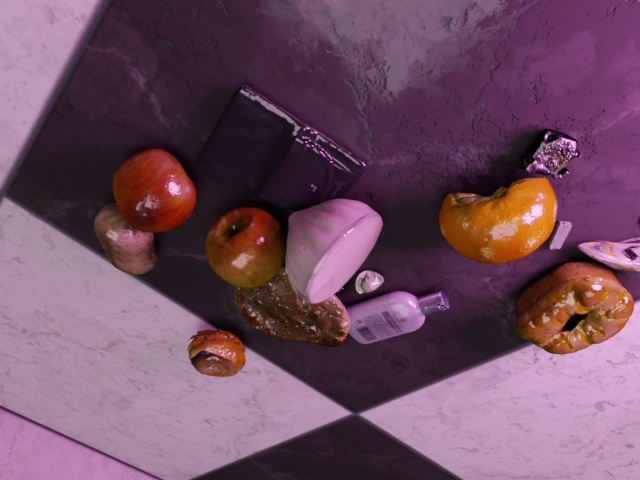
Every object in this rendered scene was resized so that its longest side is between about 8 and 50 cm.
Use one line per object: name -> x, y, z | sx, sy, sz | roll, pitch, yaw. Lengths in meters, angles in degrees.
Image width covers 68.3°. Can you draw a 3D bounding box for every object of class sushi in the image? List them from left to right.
sushi -> 0.458, -0.171, 0.930 | 0.085, 0.056, 0.083 | 18, 124, -4

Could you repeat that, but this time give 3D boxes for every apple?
apple -> -0.379, -0.110, 1.089 | 0.173, 0.160, 0.195 | -23, 132, 2
apple -> -0.175, 0.021, 1.130 | 0.196, 0.196, 0.196 | 5, 132, 6

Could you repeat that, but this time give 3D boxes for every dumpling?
dumpling -> 0.126, 0.107, 1.246 | 0.059, 0.043, 0.077 | 50, 140, -9

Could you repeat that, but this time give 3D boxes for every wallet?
wallet -> -0.090, -0.164, 1.047 | 0.323, 0.041, 0.247 | 31, 128, -17

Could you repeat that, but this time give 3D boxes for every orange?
orange -> 0.372, -0.037, 0.983 | 0.237, 0.158, 0.179 | -11, 150, 15

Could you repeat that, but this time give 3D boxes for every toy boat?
toy boat -> 0.679, 0.037, 1.049 | 0.210, 0.084, 0.066 | 12, 145, 6

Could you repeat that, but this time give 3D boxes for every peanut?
peanut -> -0.493, -0.001, 1.213 | 0.129, 0.129, 0.224 | 6, 140, 5

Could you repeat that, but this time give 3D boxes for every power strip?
power strip -> 0.545, -0.011, 1.076 | 0.027, 0.017, 0.083 | 8, 132, 5

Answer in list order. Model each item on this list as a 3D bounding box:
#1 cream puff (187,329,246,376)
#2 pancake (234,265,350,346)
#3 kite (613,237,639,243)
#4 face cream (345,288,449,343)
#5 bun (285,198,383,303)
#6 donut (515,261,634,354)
cream puff -> -0.327, 0.348, 1.484 | 0.189, 0.129, 0.189 | 1, 138, 1
pancake -> -0.081, 0.184, 1.308 | 0.356, 0.065, 0.356 | 17, 141, 14
kite -> 0.726, -0.006, 1.054 | 0.157, 0.011, 0.139 | -14, 125, 22
face cream -> 0.205, 0.200, 1.290 | 0.291, 0.071, 0.144 | -24, 119, 29
bun -> 0.000, 0.000, 1.074 | 0.175, 0.263, 0.263 | 39, 134, 18
donut -> 0.610, 0.168, 1.148 | 0.208, 0.128, 0.261 | 31, 129, -18
